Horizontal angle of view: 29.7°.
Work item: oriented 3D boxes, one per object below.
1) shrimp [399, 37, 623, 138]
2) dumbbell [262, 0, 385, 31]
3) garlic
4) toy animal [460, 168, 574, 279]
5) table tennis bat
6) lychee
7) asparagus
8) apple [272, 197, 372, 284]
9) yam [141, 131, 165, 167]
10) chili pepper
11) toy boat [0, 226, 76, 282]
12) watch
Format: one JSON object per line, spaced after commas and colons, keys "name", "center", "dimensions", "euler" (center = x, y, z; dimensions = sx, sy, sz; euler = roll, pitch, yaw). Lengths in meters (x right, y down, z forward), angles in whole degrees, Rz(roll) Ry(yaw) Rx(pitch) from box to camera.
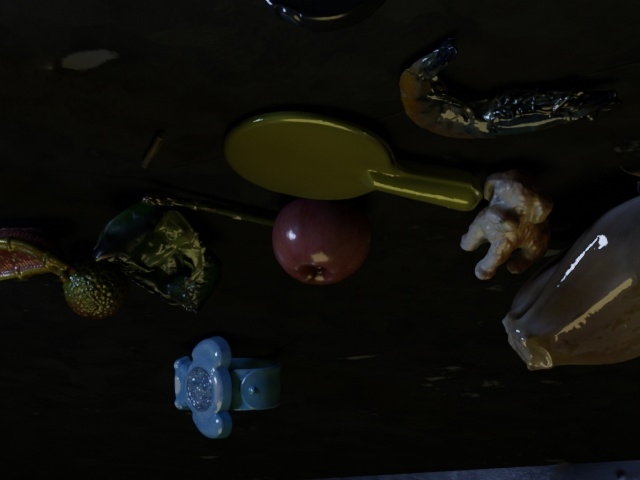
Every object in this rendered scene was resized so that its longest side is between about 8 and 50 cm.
{"name": "shrimp", "center": [0.219, -0.182, 1.435], "dimensions": [0.262, 0.051, 0.198], "euler": [-2, 157, 19]}
{"name": "dumbbell", "center": [-0.010, -0.289, 1.071], "dimensions": [0.143, 0.143, 0.325], "euler": [-3, 157, 12]}
{"name": "garlic", "center": [0.424, 0.026, 1.776], "dimensions": [0.246, 0.231, 0.340], "euler": [18, 116, -18]}
{"name": "toy animal", "center": [0.302, -0.047, 1.737], "dimensions": [0.184, 0.104, 0.185], "euler": [-21, 144, -17]}
{"name": "table tennis bat", "center": [0.048, -0.102, 1.654], "dimensions": [0.369, 0.054, 0.224], "euler": [12, 155, -11]}
{"name": "lychee", "center": [-0.384, 0.077, 2.054], "dimensions": [0.114, 0.114, 0.146], "euler": [0, 138, 7]}
{"name": "asparagus", "center": [-0.154, -0.046, 1.825], "dimensions": [0.249, 0.024, 0.025], "euler": [11, 180, -28]}
{"name": "apple", "center": [0.000, 0.000, 1.809], "dimensions": [0.154, 0.120, 0.153], "euler": [3, 157, 1]}
{"name": "yam", "center": [-0.232, -0.125, 1.668], "dimensions": [0.014, 0.014, 0.107], "euler": [10, 156, -18]}
{"name": "chili pepper", "center": [-0.253, 0.017, 1.906], "dimensions": [0.148, 0.116, 0.264], "euler": [-39, 143, 0]}
{"name": "toy boat", "center": [-0.527, 0.038, 1.994], "dimensions": [0.318, 0.099, 0.141], "euler": [-9, 152, 32]}
{"name": "watch", "center": [-0.182, 0.297, 2.520], "dimensions": [0.193, 0.210, 0.211], "euler": [-2, 166, -42]}
